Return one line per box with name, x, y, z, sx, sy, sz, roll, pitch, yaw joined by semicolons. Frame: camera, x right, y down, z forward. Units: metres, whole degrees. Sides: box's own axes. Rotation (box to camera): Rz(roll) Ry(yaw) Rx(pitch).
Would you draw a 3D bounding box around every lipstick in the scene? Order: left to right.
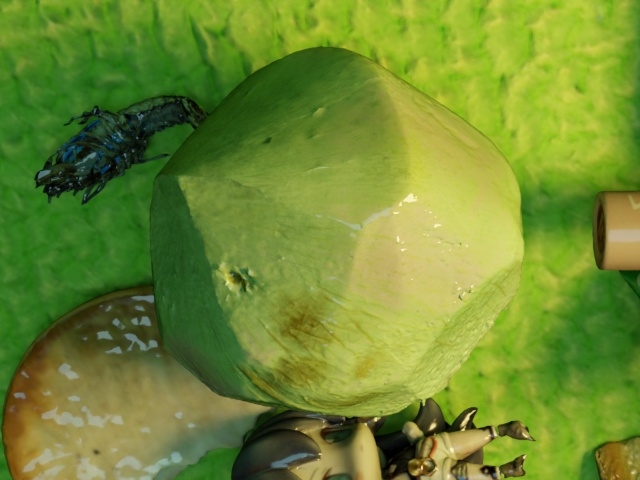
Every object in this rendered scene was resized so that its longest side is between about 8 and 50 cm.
lipstick;0.367;-0.009;1.122;0.254;0.070;0.070;0;105;2

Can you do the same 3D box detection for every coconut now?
coconut;0.000;0.000;1.069;0.328;0.281;0.328;-6;147;-4

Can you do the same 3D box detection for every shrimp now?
shrimp;-0.181;-0.086;1.191;0.174;0.076;0.082;-23;144;4

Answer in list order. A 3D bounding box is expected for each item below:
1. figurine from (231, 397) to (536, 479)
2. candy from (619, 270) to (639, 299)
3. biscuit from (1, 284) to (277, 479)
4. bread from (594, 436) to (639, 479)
figurine;0.051;0.236;1.207;0.265;0.175;0.197;11;110;8
candy;0.351;0.066;1.145;0.141;0.203;0.078;-5;141;-1
biscuit;-0.183;0.150;1.256;0.309;0.040;0.204;-36;101;11
bread;0.341;0.250;1.234;0.147;0.127;0.152;-22;86;8
